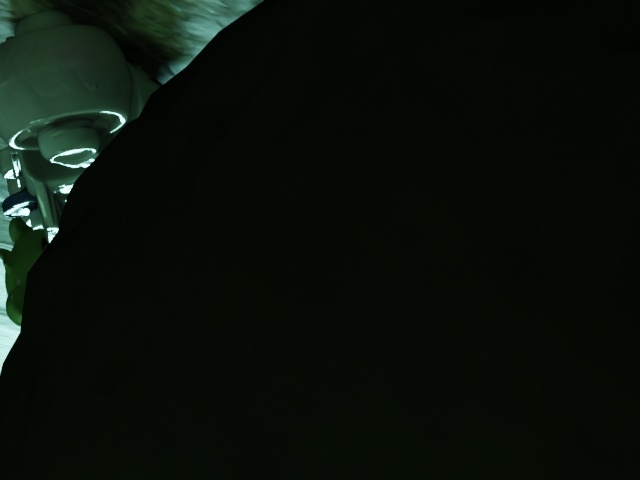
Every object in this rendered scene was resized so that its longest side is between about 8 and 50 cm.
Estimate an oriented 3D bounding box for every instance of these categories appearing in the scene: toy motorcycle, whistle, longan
[{"bbox_3d":[-0.125,-0.059,0.960,0.112,0.112,0.254,13,167,-4],"label":"toy motorcycle"},{"bbox_3d":[-0.141,0.042,1.342,0.227,0.105,0.085,17,135,-23],"label":"whistle"},{"bbox_3d":[0.096,0.077,0.643,0.436,0.404,0.404,-21,161,5],"label":"longan"}]
